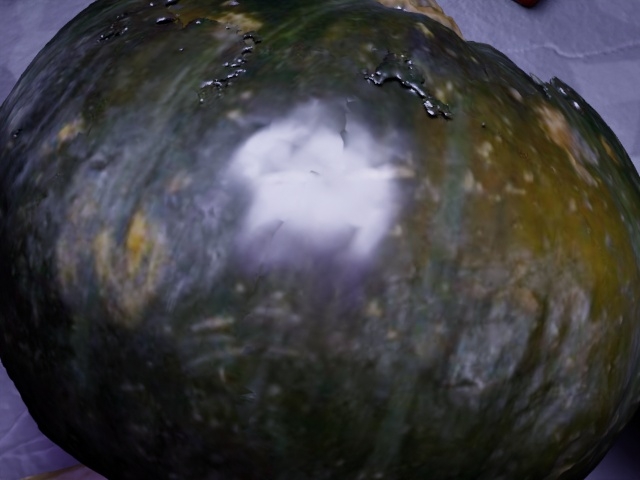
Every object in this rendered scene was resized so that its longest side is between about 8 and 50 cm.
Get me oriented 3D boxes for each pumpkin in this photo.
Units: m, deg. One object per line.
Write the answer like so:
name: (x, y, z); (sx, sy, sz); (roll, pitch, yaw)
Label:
pumpkin: (0.000, 0.000, 0.646); (0.454, 0.454, 0.344); (14, 100, 2)

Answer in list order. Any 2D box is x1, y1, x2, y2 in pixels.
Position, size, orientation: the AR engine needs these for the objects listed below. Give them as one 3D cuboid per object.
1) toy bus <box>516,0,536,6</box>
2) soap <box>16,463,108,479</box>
toy bus: (0.232, -0.325, 0.937); (0.089, 0.081, 0.195); (40, 76, 0)
soap: (-0.185, 0.195, 0.761); (0.252, 0.092, 0.037); (-13, 73, -5)
